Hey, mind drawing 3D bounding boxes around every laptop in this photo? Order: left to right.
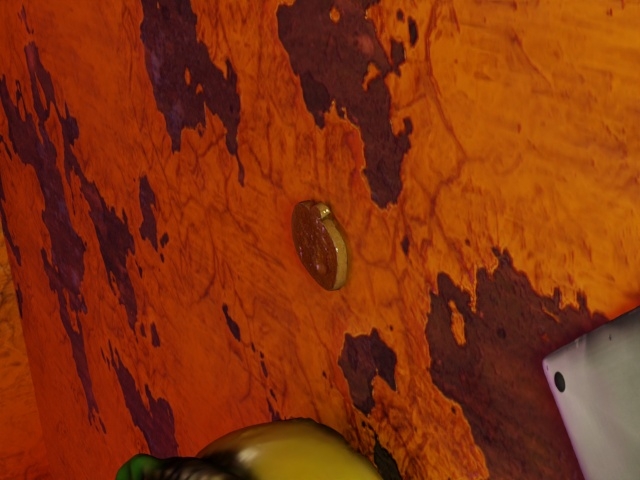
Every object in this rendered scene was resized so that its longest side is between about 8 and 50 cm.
[{"bbox_3d":[0.213,0.118,0.677,0.188,0.015,0.269,70,157,12],"label":"laptop"}]

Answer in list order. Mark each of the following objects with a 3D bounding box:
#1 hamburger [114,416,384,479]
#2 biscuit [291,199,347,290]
[{"bbox_3d":[-0.068,0.370,1.085,0.396,0.277,0.396,40,141,42],"label":"hamburger"},{"bbox_3d":[0.000,0.000,1.095,0.091,0.015,0.078,51,146,43],"label":"biscuit"}]
